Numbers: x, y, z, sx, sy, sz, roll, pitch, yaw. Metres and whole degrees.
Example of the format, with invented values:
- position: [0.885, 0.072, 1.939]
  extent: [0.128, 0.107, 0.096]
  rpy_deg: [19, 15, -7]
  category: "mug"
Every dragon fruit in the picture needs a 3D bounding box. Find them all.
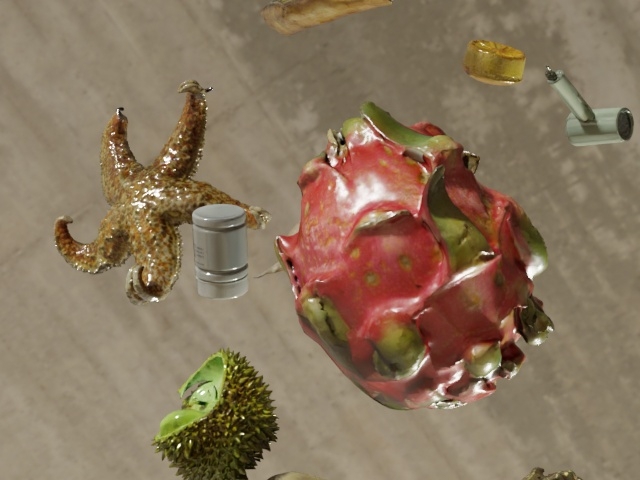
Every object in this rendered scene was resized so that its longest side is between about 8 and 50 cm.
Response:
- position: [0.083, 0.017, 1.075]
  extent: [0.303, 0.231, 0.237]
  rpy_deg: [57, -160, 20]
  category: "dragon fruit"

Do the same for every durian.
- position: [-0.164, 0.295, 1.797]
  extent: [0.177, 0.200, 0.237]
  rpy_deg: [59, -169, -21]
  category: "durian"

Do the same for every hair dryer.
- position: [0.261, -0.140, 1.126]
  extent: [0.124, 0.063, 0.038]
  rpy_deg: [41, -118, -38]
  category: "hair dryer"

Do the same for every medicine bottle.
- position: [-0.107, 0.012, 1.204]
  extent: [0.058, 0.058, 0.091]
  rpy_deg: [-60, -30, -68]
  category: "medicine bottle"

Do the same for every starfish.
- position: [-0.207, -0.062, 1.449]
  extent: [0.113, 0.312, 0.303]
  rpy_deg: [43, -112, -54]
  category: "starfish"

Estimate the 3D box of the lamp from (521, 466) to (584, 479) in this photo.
- position: [0.333, 0.420, 1.421]
  extent: [0.274, 0.177, 0.177]
  rpy_deg: [46, -163, 12]
  category: "lamp"

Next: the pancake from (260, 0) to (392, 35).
- position: [0.014, -0.297, 1.366]
  extent: [0.056, 0.212, 0.257]
  rpy_deg: [68, -159, -13]
  category: "pancake"

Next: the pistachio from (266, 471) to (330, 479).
- position: [0.035, 0.544, 1.728]
  extent: [0.445, 0.365, 0.281]
  rpy_deg: [34, 174, 12]
  category: "pistachio"

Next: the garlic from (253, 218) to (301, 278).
- position: [-0.003, 0.002, 1.748]
  extent: [0.198, 0.128, 0.090]
  rpy_deg: [-34, -91, -32]
  category: "garlic"

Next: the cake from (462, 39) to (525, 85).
- position: [0.227, -0.232, 1.468]
  extent: [0.084, 0.044, 0.084]
  rpy_deg: [9, -155, -4]
  category: "cake"
